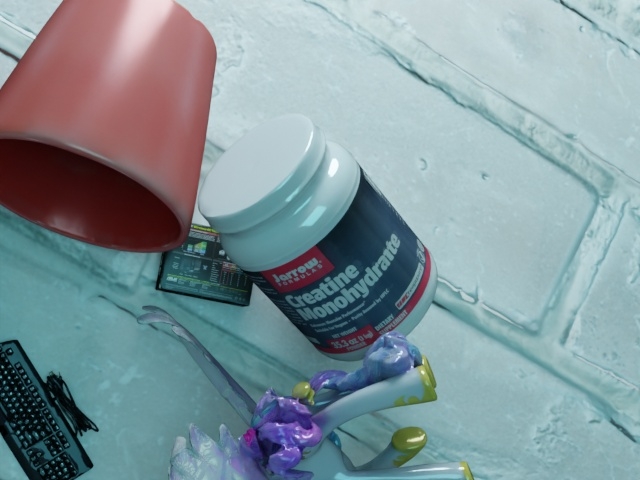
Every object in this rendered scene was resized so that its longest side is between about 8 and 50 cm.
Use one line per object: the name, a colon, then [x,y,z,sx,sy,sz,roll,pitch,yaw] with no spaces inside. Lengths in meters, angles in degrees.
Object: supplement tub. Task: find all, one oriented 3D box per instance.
supplement tub: [0.000,0.000,1.275,0.191,0.191,0.272,-51,122,-16]

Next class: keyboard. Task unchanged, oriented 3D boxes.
keyboard: [-0.342,0.205,1.270,0.100,0.038,0.192,-32,94,-18]

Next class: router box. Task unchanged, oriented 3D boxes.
router box: [-0.144,0.029,1.349,0.123,0.038,0.092,13,80,-15]

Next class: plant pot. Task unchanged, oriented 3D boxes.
plant pot: [-0.247,-0.151,1.237,0.275,0.275,0.243,22,67,-13]

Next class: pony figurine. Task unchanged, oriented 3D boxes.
pony figurine: [-0.037,0.233,1.210,0.364,0.302,0.351,-21,128,6]
